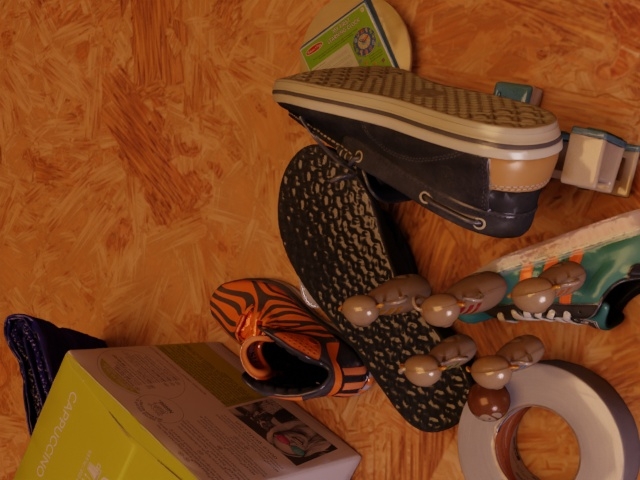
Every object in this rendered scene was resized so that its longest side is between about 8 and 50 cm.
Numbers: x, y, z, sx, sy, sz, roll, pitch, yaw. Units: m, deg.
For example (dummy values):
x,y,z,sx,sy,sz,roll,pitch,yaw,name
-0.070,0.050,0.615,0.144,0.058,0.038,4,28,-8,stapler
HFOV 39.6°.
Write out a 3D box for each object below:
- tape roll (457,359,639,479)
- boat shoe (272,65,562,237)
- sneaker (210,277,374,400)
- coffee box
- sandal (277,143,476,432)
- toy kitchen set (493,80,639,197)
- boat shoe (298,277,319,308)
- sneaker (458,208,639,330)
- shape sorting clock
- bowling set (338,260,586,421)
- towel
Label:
x,y,z,sx,sy,sz,roll,pitch,yaw,name
0.287,0.263,1.133,0.219,0.072,0.219,-3,85,36,tape roll
0.095,-0.131,1.156,0.500,0.187,0.155,28,126,48,boat shoe
-0.082,0.139,1.337,0.321,0.180,0.124,22,100,34,sneaker
-0.219,0.381,1.327,0.338,0.334,0.337,34,107,32,coffee box
0.080,0.066,1.288,0.168,0.107,0.445,-33,82,28,sandal
0.280,-0.135,1.101,0.207,0.166,0.122,15,96,35,toy kitchen set
0.000,0.000,1.374,0.065,0.075,0.206,-152,65,-78,boat shoe
0.303,0.064,1.110,0.302,0.108,0.121,-25,69,31,sneaker
0.052,-0.270,1.349,0.206,0.040,0.206,8,104,35,shape sorting clock
0.182,0.133,1.057,0.287,0.154,0.199,-11,92,40,bowling set
-0.407,0.245,1.504,0.076,0.308,0.227,-22,73,5,towel
